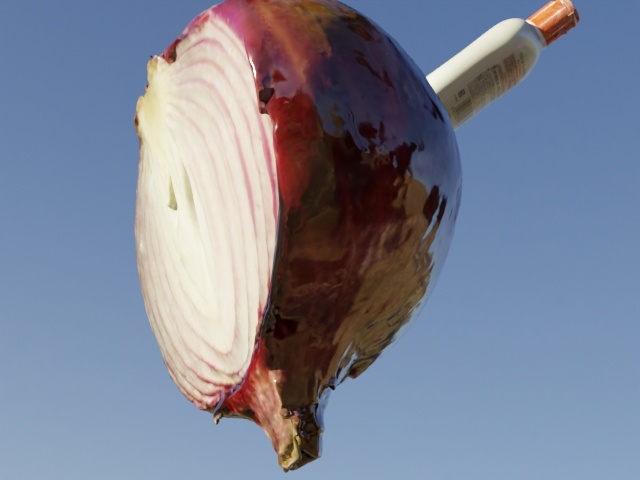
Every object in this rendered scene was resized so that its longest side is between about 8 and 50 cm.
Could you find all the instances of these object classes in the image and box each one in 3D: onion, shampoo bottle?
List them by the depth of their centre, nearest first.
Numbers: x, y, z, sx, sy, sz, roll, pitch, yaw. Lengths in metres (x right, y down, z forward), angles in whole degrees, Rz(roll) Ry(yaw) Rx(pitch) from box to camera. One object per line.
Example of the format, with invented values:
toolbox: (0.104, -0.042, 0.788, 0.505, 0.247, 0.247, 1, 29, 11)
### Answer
onion: (0.000, 0.000, 0.502, 0.098, 0.151, 0.206, -15, -18, -23)
shampoo bottle: (0.207, -0.208, 1.605, 0.051, 0.221, 0.108, 49, -7, 29)
